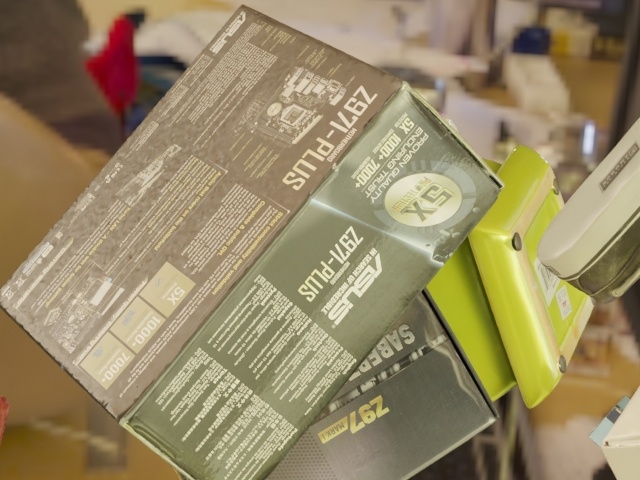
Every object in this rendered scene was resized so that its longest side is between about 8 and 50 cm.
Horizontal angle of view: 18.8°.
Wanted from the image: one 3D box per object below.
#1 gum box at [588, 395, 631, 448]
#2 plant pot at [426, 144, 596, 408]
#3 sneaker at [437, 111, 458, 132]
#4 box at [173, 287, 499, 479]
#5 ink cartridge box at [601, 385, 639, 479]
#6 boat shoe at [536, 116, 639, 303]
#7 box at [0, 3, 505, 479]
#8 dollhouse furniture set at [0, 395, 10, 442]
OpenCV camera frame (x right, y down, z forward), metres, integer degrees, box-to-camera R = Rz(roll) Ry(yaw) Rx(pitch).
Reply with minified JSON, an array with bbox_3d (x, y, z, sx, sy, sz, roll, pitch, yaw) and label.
[{"bbox_3d":[0.327,0.215,1.807,0.157,0.041,0.184,42,6,9],"label":"gum box"},{"bbox_3d":[0.134,0.041,1.867,0.207,0.227,0.228,-10,22,26],"label":"plant pot"},{"bbox_3d":[0.000,0.000,1.666,0.305,0.152,0.114,-33,13,9],"label":"sneaker"},{"bbox_3d":[-0.009,0.116,1.454,0.232,0.183,0.059,-30,4,-11],"label":"box"},{"bbox_3d":[0.305,0.162,1.136,0.117,0.283,0.207,-10,27,42],"label":"ink cartridge box"},{"bbox_3d":[0.242,-0.047,1.302,0.070,0.219,0.078,34,25,-18],"label":"boat shoe"},{"bbox_3d":[-0.035,0.002,0.837,0.180,0.077,0.147,-51,35,-6],"label":"box"},{"bbox_3d":[-0.376,0.247,1.750,0.201,0.374,0.152,2,55,7],"label":"dollhouse furniture set"}]
